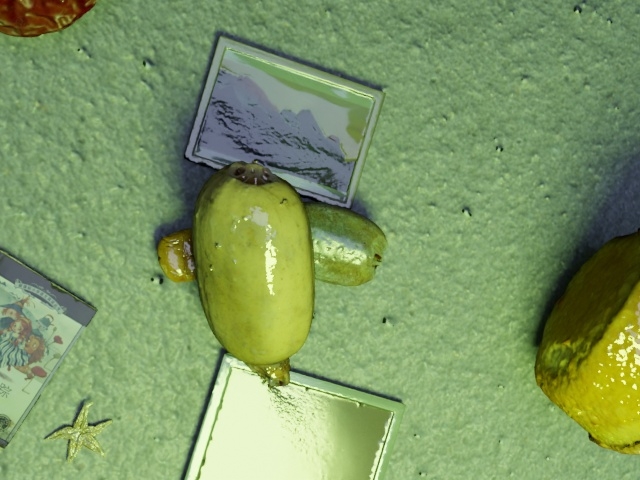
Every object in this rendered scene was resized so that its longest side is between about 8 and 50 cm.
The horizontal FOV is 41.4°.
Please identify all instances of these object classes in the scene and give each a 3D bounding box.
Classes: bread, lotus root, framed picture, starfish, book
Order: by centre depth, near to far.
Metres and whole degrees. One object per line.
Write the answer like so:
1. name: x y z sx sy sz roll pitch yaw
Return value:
1. lotus root: -0.089 0.060 1.146 0.152 0.169 0.342 -26 123 -42
2. book: -0.435 0.150 1.153 0.157 0.026 0.231 34 82 -12
3. starfish: -0.338 0.268 1.183 0.086 0.016 0.092 13 92 -15
4. bread: -0.192 0.022 1.204 0.083 0.046 0.081 16 84 -12
5. bread: 0.460 0.129 1.226 0.204 0.358 0.336 36 82 4
6. lotus root: 0.000 0.000 1.232 0.192 0.088 0.113 19 92 -6
7. framed picture: -0.039 0.314 1.256 0.296 0.019 0.232 19 86 -14
8. framed picture: -0.050 -0.170 1.256 0.266 0.018 0.192 16 87 -14

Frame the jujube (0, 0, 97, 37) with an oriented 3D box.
1. jujube: -0.369 -0.379 1.088 0.213 0.213 0.232 45 82 -10
